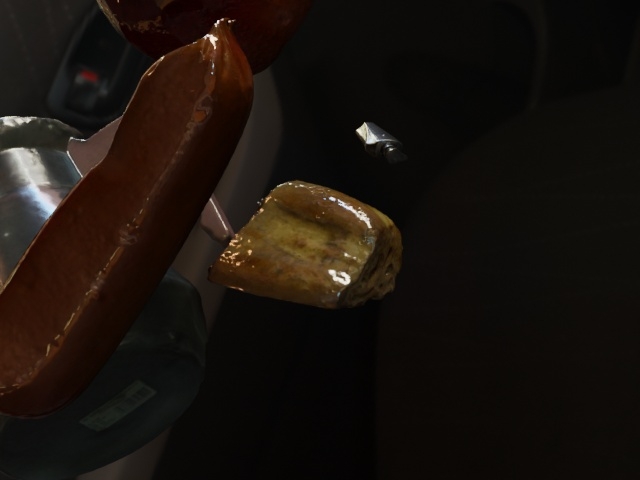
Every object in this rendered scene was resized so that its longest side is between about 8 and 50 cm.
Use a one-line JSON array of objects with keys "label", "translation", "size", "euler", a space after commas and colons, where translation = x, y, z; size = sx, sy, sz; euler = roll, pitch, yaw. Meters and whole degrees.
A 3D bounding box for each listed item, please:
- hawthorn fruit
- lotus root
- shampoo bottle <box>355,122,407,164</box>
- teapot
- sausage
[{"label": "hawthorn fruit", "translation": [-0.120, -0.264, 1.099], "size": [0.215, 0.250, 0.215], "euler": [-8, 71, 25]}, {"label": "lotus root", "translation": [0.002, 0.003, 1.014], "size": [0.135, 0.159, 0.095], "euler": [14, 111, 41]}, {"label": "shampoo bottle", "translation": [0.076, -0.122, 1.468], "size": [0.137, 0.048, 0.027], "euler": [-122, 33, -69]}, {"label": "teapot", "translation": [-0.284, 0.033, 1.306], "size": [0.376, 0.305, 0.362], "euler": [-34, 62, 1]}, {"label": "sausage", "translation": [-0.148, -0.006, 0.851], "size": [0.348, 0.094, 0.097], "euler": [-54, -2, 13]}]
